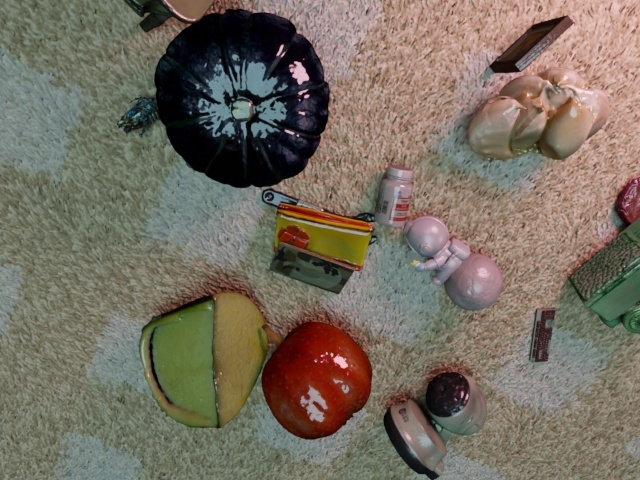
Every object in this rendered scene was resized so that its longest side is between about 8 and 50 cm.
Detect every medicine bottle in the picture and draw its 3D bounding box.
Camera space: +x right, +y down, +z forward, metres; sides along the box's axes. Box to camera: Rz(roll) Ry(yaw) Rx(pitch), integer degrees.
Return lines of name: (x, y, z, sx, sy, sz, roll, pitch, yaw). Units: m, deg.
medicine bottle: (0.180, -0.108, 1.148, 0.079, 0.079, 0.140, 9, 109, -2)

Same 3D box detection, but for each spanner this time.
spanner: (0.003, -0.069, 1.199, 0.315, 0.024, 0.087, 20, 107, -4)

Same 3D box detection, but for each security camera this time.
security camera: (0.331, 0.486, 1.304, 0.277, 0.197, 0.191, -38, 114, 7)

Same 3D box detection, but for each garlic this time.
garlic: (0.471, -0.283, 1.023, 0.280, 0.203, 0.185, 7, 70, 14)

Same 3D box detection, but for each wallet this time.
wallet: (0.000, 0.000, 1.180, 0.241, 0.067, 0.141, 12, 125, 3)

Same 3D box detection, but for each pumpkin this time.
pumpkin: (-0.156, -0.293, 0.992, 0.363, 0.266, 0.364, 0, 110, 0)

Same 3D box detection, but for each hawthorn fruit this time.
hawthorn fruit: (-0.035, 0.339, 1.232, 0.330, 0.287, 0.287, 46, 105, 1)

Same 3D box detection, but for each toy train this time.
toy train: (0.778, 0.100, 1.160, 0.201, 0.145, 0.266, 34, 117, -11)

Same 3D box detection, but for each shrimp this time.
shrimp: (-0.396, -0.303, 1.113, 0.174, 0.076, 0.082, -25, 148, 5)

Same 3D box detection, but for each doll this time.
doll: (0.321, 0.047, 1.170, 0.287, 0.151, 0.151, 43, 105, -9)

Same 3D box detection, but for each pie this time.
pie: (0.804, -0.096, 1.158, 0.154, 0.036, 0.155, 0, 110, 1)

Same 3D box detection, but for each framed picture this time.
framed picture: (0.433, -0.405, 0.988, 0.023, 0.168, 0.128, 44, 105, -12)
framed picture: (-0.025, 0.075, 1.217, 0.200, 0.010, 0.136, 20, 142, -5)

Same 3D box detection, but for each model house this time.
model house: (-0.349, -0.513, 0.919, 0.278, 0.205, 0.218, -2, 143, 45)

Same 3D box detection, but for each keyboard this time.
keyboard: (0.609, 0.263, 1.301, 0.055, 0.017, 0.166, -1, 110, 2)

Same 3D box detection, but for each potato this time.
potato: (-0.311, 0.298, 1.262, 0.279, 0.212, 0.331, -4, 89, 29)

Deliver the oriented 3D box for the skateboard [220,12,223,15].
skateboard: (-0.238, -0.461, 1.062, 0.083, 0.032, 0.064, -28, 96, 9)
